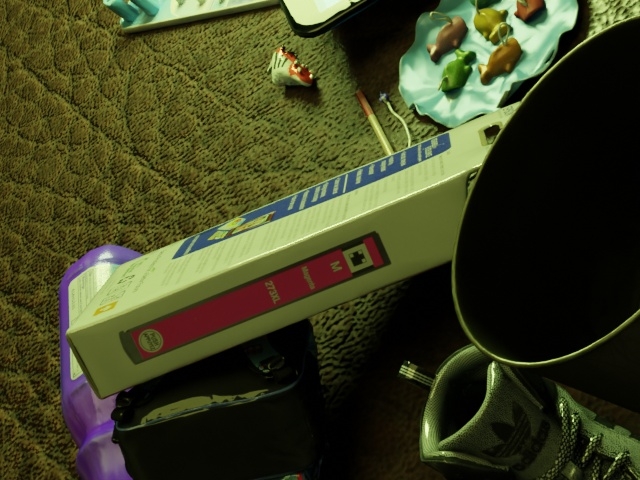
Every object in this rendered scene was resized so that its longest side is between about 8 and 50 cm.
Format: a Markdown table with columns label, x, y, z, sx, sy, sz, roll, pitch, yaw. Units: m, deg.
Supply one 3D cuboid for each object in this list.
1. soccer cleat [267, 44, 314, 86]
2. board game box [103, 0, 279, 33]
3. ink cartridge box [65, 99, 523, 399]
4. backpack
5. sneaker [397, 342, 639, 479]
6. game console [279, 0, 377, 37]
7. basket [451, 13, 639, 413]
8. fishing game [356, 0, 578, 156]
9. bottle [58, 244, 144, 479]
| label | x | y | z | sx | sy | sz | roll | pitch | yaw |
| --- | --- | --- | --- | --- | --- | --- | --- | --- | --- |
| soccer cleat | -0.031 | -0.164 | 1.268 | 0.035 | 0.029 | 0.083 | -56 | 33 | 13 |
| board game box | -0.062 | -0.436 | 1.484 | 0.390 | 0.050 | 0.389 | 0 | 63 | 47 |
| ink cartridge box | 0.000 | 0.000 | 0.971 | 0.371 | 0.069 | 0.176 | -24 | 12 | 10 |
| backpack | -0.069 | 0.127 | 1.005 | 0.158 | 0.116 | 0.173 | -15 | 17 | 8 |
| sneaker | 0.151 | 0.139 | 0.742 | 0.269 | 0.153 | 0.101 | 24 | 81 | 52 |
| game console | 0.041 | -0.374 | 1.193 | 0.293 | 0.250 | 0.173 | -30 | 16 | 9 |
| basket | 0.208 | 0.020 | 0.710 | 0.154 | 0.227 | 0.204 | 15 | 75 | 51 |
| fishing game | 0.134 | -0.178 | 1.093 | 0.264 | 0.041 | 0.189 | -42 | 37 | 17 |
| bottle | -0.167 | 0.134 | 1.114 | 0.092 | 0.118 | 0.282 | -36 | 40 | 22 |
